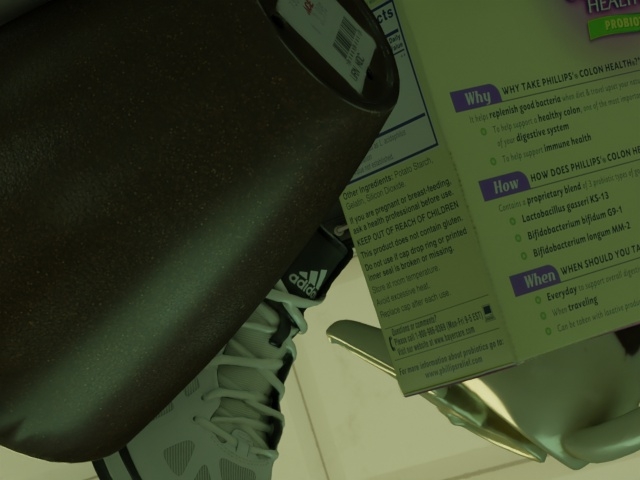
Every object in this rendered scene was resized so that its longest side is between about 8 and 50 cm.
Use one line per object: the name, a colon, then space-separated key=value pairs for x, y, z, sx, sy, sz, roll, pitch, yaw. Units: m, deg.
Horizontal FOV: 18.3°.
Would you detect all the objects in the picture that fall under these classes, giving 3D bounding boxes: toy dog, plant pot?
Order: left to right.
plant pot: x=-0.080 y=-0.042 z=0.953 sx=0.230 sy=0.215 sz=0.215 roll=-36 pitch=168 yaw=26
toy dog: x=0.255 y=0.009 z=2.081 sx=0.284 sy=0.408 sz=0.395 roll=33 pitch=171 yaw=-30

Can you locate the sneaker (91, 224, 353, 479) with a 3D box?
sneaker: x=-0.081 y=0.102 z=1.829 sx=0.257 sy=0.447 sz=0.169 roll=-41 pitch=130 yaw=18

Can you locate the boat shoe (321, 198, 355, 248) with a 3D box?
boat shoe: x=0.000 y=0.000 z=2.120 sx=0.112 sy=0.095 sz=0.335 roll=-17 pitch=166 yaw=-44

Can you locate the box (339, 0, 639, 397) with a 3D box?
box: x=0.125 y=-0.050 z=1.248 sx=0.213 sy=0.243 sz=0.117 roll=-15 pitch=176 yaw=-37
